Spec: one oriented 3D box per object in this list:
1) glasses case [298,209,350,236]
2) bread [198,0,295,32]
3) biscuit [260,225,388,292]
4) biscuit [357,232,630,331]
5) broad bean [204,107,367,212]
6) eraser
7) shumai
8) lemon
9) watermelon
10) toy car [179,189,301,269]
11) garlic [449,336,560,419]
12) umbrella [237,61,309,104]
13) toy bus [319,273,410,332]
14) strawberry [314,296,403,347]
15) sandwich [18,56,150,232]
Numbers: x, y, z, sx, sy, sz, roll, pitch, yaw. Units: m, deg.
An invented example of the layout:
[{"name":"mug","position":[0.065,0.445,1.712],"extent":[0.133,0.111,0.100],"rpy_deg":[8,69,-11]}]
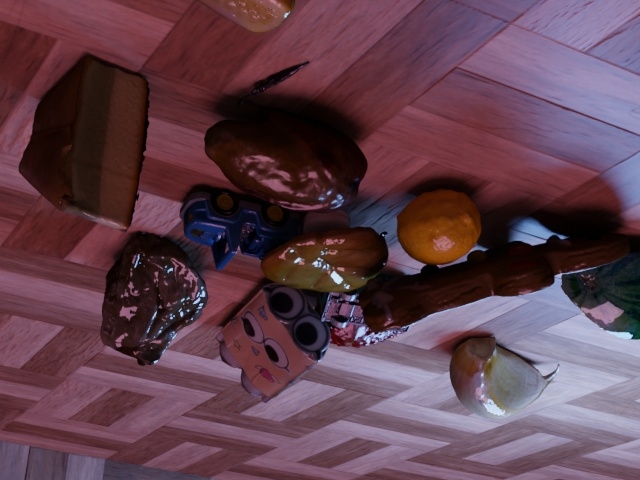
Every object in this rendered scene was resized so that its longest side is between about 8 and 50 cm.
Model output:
[{"name":"glasses case","position":[0.000,0.000,1.909],"extent":[0.074,0.049,0.193],"rpy_deg":[1,156,-10]},{"name":"bread","position":[-0.084,-0.281,1.307],"extent":[0.115,0.056,0.082],"rpy_deg":[24,147,-26]},{"name":"biscuit","position":[0.017,0.037,1.879],"extent":[0.203,0.041,0.260],"rpy_deg":[-20,157,12]},{"name":"biscuit","position":[0.266,0.041,1.837],"extent":[0.431,0.064,0.283],"rpy_deg":[-15,-174,-1]},{"name":"broad bean","position":[-0.045,-0.113,1.594],"extent":[0.228,0.156,0.122],"rpy_deg":[20,109,-18]},{"name":"eraser","position":[-0.091,0.193,2.238],"extent":[0.087,0.171,0.290],"rpy_deg":[-33,173,-31]},{"name":"shumai","position":[-0.284,0.119,2.041],"extent":[0.183,0.186,0.218],"rpy_deg":[11,154,-16]},{"name":"lemon","position":[0.174,-0.019,1.779],"extent":[0.114,0.114,0.155],"rpy_deg":[19,154,-31]},{"name":"watermelon","position":[0.515,0.071,1.924],"extent":[0.231,0.128,0.146],"rpy_deg":[9,143,-37]},{"name":"toy car","position":[-0.124,-0.008,1.849],"extent":[0.191,0.100,0.097],"rpy_deg":[13,153,-18]},{"name":"garlic","position":[0.362,0.279,2.408],"extent":[0.245,0.145,0.164],"rpy_deg":[21,119,-38]},{"name":"umbrella","position":[-0.061,-0.204,1.520],"extent":[0.122,0.022,0.013],"rpy_deg":[-26,118,29]},{"name":"toy bus","position":[0.083,0.102,2.070],"extent":[0.160,0.092,0.079],"rpy_deg":[9,126,-11]},{"name":"strawberry","position":[0.085,0.153,2.190],"extent":[0.208,0.087,0.167],"rpy_deg":[5,154,-7]},{"name":"sandwich","position":[-0.312,-0.097,1.538],"extent":[0.108,0.220,0.186],"rpy_deg":[17,152,-31]}]
